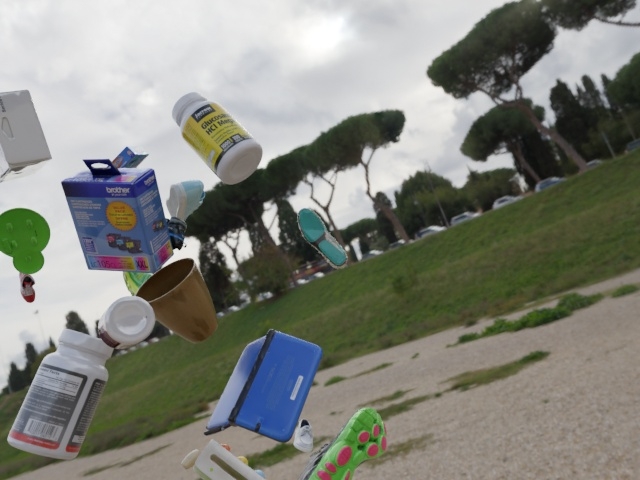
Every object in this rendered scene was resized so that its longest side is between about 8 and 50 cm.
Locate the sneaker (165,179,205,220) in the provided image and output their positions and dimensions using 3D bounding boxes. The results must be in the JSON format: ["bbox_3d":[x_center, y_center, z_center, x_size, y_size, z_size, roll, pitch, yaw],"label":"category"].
[{"bbox_3d":[-0.571,-0.161,2.265,0.150,0.135,0.366,-20,-4,-25],"label":"sneaker"}]

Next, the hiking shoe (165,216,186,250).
[{"bbox_3d":[-0.646,0.015,1.977,0.304,0.132,0.113,-22,-37,16],"label":"hiking shoe"}]

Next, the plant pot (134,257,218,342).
[{"bbox_3d":[-0.474,0.230,1.845,0.237,0.254,0.237,-24,26,13],"label":"plant pot"}]

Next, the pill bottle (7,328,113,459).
[{"bbox_3d":[-0.807,0.482,1.666,0.210,0.363,0.210,14,-22,6],"label":"pill bottle"}]

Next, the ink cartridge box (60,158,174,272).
[{"bbox_3d":[-0.683,-0.097,1.768,0.270,0.395,0.151,1,26,12],"label":"ink cartridge box"}]

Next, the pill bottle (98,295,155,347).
[{"bbox_3d":[-0.515,0.221,1.378,0.121,0.121,0.221,-14,-8,-31],"label":"pill bottle"}]

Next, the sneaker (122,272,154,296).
[{"bbox_3d":[-0.791,0.182,2.323,0.123,0.295,0.109,-19,-30,-34],"label":"sneaker"}]

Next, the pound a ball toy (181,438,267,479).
[{"bbox_3d":[-0.340,0.842,1.912,0.136,0.319,0.208,-50,-8,-34],"label":"pound a ball toy"}]

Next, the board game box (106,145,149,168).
[{"bbox_3d":[-0.755,-0.292,2.023,0.160,0.047,0.210,-45,9,3],"label":"board game box"}]

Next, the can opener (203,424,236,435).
[{"bbox_3d":[-0.367,0.684,1.936,0.186,0.073,0.059,-30,18,25],"label":"can opener"}]

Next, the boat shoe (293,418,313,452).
[{"bbox_3d":[-0.052,0.662,1.789,0.066,0.063,0.184,16,0,0],"label":"boat shoe"}]

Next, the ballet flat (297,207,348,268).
[{"bbox_3d":[0.000,0.000,1.757,0.091,0.241,0.077,-34,-7,-10],"label":"ballet flat"}]

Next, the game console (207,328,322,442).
[{"bbox_3d":[-0.157,0.423,1.501,0.250,0.293,0.173,18,-38,8],"label":"game console"}]

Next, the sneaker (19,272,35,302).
[{"bbox_3d":[-0.937,0.154,1.681,0.042,0.118,0.067,-16,25,-34],"label":"sneaker"}]

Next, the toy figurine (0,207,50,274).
[{"bbox_3d":[-0.775,-0.011,1.383,0.130,0.173,0.159,-14,16,-22],"label":"toy figurine"}]

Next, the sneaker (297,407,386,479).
[{"bbox_3d":[0.064,0.751,1.848,0.202,0.185,0.483,-27,-1,43],"label":"sneaker"}]

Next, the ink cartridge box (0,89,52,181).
[{"bbox_3d":[-0.917,-0.303,1.561,0.121,0.211,0.289,-22,11,-36],"label":"ink cartridge box"}]

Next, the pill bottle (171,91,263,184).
[{"bbox_3d":[-0.374,-0.372,1.865,0.188,0.334,0.188,-39,-18,-16],"label":"pill bottle"}]
